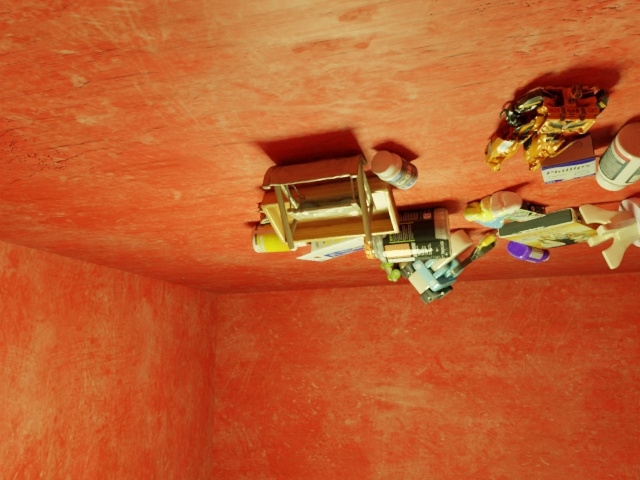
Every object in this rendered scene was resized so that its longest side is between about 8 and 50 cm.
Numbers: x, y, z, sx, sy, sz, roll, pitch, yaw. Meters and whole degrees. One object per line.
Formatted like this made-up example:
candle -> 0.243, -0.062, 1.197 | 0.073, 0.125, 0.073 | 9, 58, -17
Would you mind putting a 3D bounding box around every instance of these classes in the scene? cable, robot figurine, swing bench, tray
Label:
cable -> 0.683, 0.057, 2.006 | 0.287, 0.072, 0.139 | -34, 171, -2
robot figurine -> 0.497, -0.247, 1.000 | 0.211, 0.085, 0.291 | -1, 166, -2
swing bench -> 0.008, -0.125, 1.246 | 0.253, 0.165, 0.254 | -4, 133, 16
tray -> 0.036, -0.095, 1.455 | 0.411, 0.076, 0.203 | -6, 139, 18

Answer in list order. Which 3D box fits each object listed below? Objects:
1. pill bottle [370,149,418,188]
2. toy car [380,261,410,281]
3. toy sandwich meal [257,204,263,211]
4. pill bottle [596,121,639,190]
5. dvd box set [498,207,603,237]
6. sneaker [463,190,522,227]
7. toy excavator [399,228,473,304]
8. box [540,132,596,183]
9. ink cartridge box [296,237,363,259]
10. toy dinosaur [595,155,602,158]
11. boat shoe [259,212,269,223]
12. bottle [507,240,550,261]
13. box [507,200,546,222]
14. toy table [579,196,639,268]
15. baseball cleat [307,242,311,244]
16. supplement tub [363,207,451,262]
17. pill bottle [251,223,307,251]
pill bottle -> 0.201, -0.193, 1.210 | 0.078, 0.078, 0.137 | -13, 162, 39
toy car -> 0.454, 0.131, 2.522 | 0.188, 0.149, 0.155 | -29, 172, -7
toy sandwich meal -> -0.185, -0.112, 1.606 | 0.085, 0.029, 0.085 | -1, 166, 0
pill bottle -> 0.766, -0.202, 1.112 | 0.108, 0.108, 0.180 | -4, 158, 10
dvd box set -> 1.014, -0.041, 1.920 | 0.420, 0.062, 0.307 | 11, 162, -40
sneaker -> 0.623, -0.103, 1.547 | 0.126, 0.091, 0.240 | 24, 166, -22
toy excavator -> 0.607, 0.103, 2.193 | 0.433, 0.222, 0.445 | -7, 144, -52
box -> 0.650, -0.213, 1.177 | 0.126, 0.072, 0.137 | -10, 163, 30
ink cartridge box -> 0.083, 0.017, 1.927 | 0.307, 0.072, 0.303 | -15, 170, 18
toy dinosaur -> 0.815, -0.232, 1.225 | 0.082, 0.047, 0.090 | -8, -152, -27
boat shoe -> -0.162, -0.092, 1.663 | 0.137, 0.043, 0.049 | -6, 164, 13
bottle -> 1.039, 0.054, 2.196 | 0.283, 0.092, 0.118 | 10, -155, -38
box -> 0.730, -0.111, 1.666 | 0.207, 0.036, 0.114 | 7, 164, -30
toy table -> 1.077, -0.039, 1.612 | 0.161, 0.252, 0.274 | -22, 148, 17
baseball cleat -> 0.000, 0.000, 1.991 | 0.109, 0.072, 0.206 | -12, 167, 15
supplement tub -> 0.331, -0.016, 1.694 | 0.316, 0.193, 0.193 | -5, 166, 17
pill bottle -> -0.165, -0.014, 1.822 | 0.215, 0.117, 0.117 | -3, 166, 9
